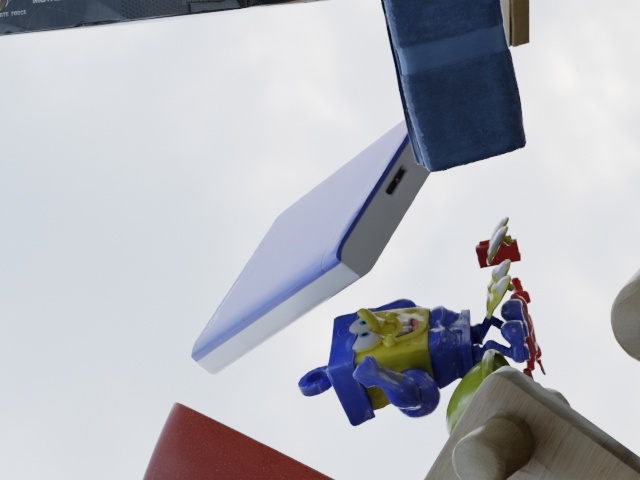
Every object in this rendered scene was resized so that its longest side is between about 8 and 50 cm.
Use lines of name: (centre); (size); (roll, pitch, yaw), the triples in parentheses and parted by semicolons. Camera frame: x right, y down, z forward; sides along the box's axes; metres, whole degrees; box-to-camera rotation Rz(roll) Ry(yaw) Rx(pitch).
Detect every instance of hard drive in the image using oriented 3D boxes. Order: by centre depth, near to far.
hard drive: (0.000, 0.000, 1.821); (0.040, 0.318, 0.210); (39, -122, -10)

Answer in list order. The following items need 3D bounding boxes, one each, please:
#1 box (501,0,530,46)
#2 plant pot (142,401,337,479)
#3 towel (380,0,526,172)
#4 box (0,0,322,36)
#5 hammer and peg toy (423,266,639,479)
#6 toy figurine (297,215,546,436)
box: (0.121, -0.278, 1.530); (0.164, 0.021, 0.201); (-126, 24, -47)
plant pot: (-0.047, 0.344, 1.739); (0.236, 0.267, 0.267); (-58, -31, -16)
towel: (0.075, -0.102, 1.071); (0.029, 0.067, 0.119); (-130, 27, -84)
box: (-0.118, -0.188, 1.377); (0.183, 0.232, 0.059); (-19, -75, -65)
hammer and peg toy: (0.181, 0.208, 1.176); (0.266, 0.361, 0.127); (37, -155, 16)
toy figurine: (0.087, 0.141, 1.709); (0.362, 0.217, 0.191); (-81, -23, -62)
